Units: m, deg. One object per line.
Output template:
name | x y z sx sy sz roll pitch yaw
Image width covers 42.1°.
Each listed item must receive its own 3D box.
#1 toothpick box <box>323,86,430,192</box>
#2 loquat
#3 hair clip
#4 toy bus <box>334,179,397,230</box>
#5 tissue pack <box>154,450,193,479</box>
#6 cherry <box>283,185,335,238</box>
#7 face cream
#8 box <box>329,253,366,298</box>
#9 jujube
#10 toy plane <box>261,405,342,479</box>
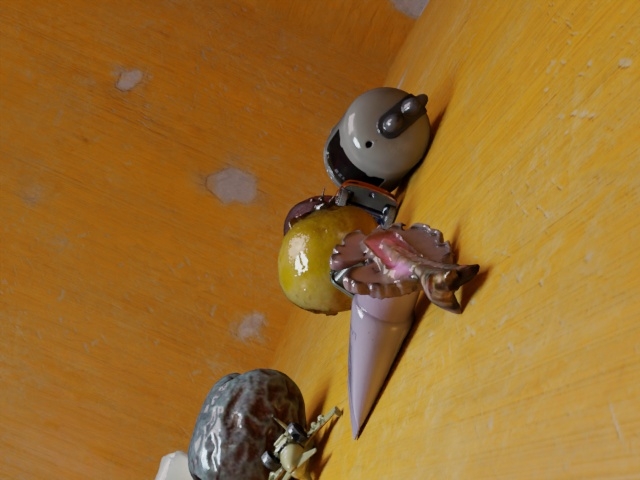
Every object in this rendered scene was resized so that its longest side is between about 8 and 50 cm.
toothpick box | 0.144 -0.238 1.933 0.316 0.229 0.229 135 159 -74
loquat | 0.024 0.032 1.702 0.244 0.244 0.243 -156 90 -86
hair clip | 0.125 0.037 1.122 0.300 0.173 0.069 -149 47 -69
toy bus | 0.060 -0.007 1.986 0.153 0.143 0.329 -89 20 -59
tissue pack | -0.320 0.721 2.002 0.356 0.266 0.194 -68 10 -26
cherry | 0.000 0.000 2.365 0.261 0.221 0.307 -50 -28 -74
face cream | 0.081 0.158 1.288 0.154 0.096 0.273 -100 21 -60
box | 0.085 0.067 1.528 0.069 0.122 0.084 -51 12 27
jujube | -0.146 0.421 1.728 0.246 0.216 0.307 51 -140 -53
toy plane | -0.047 0.392 1.558 0.242 0.104 0.256 -51 11 3
